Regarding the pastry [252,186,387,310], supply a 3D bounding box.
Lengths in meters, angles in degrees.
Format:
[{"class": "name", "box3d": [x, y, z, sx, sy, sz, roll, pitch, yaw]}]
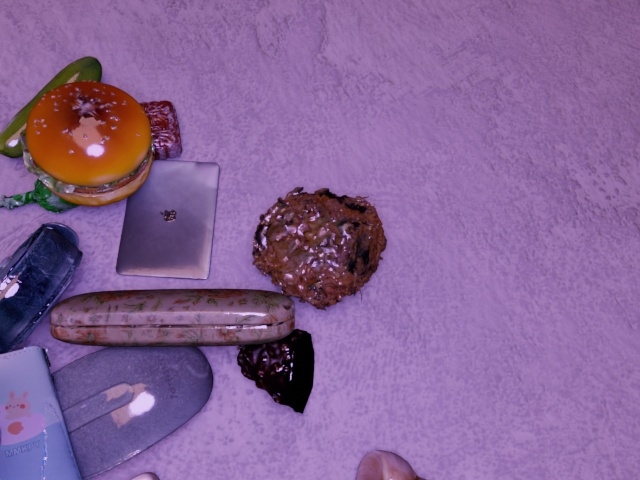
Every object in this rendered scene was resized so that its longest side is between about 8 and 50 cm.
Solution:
[{"class": "pastry", "box3d": [0.000, 0.000, 1.098, 0.275, 0.193, 0.274, 2, 71, -4]}]

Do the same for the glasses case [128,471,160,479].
[{"class": "glasses case", "box3d": [-0.405, 0.528, 0.919, 0.337, 0.076, 0.144, -28, 75, -15]}]

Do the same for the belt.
[{"class": "belt", "box3d": [-0.528, 0.084, 1.004, 0.116, 0.207, 0.267, 42, 61, -26]}]

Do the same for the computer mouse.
[{"class": "computer mouse", "box3d": [-0.375, 0.294, 0.990, 0.374, 0.114, 0.203, -26, 75, -14]}]

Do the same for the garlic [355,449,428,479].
[{"class": "garlic", "box3d": [0.144, 0.459, 1.003, 0.175, 0.099, 0.124, 32, 50, 2]}]

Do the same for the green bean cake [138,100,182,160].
[{"class": "green bean cake", "box3d": [-0.374, -0.237, 1.212, 0.135, 0.056, 0.135, -9, 65, -12]}]

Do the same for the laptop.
[{"class": "laptop", "box3d": [-0.316, -0.049, 1.176, 0.188, 0.015, 0.268, 3, 69, -5]}]

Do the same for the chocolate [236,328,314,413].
[{"class": "chocolate", "box3d": [-0.091, 0.234, 1.050, 0.133, 0.156, 0.156, 2, 68, 18]}]

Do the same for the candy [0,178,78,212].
[{"class": "candy", "box3d": [-0.635, -0.075, 1.129, 0.324, 0.097, 0.097, -13, 72, -2]}]

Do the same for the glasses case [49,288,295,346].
[{"class": "glasses case", "box3d": [-0.258, 0.136, 0.999, 0.426, 0.156, 0.097, 0, 93, -1]}]

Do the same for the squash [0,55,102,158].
[{"class": "squash", "box3d": [-0.576, -0.284, 1.200, 0.082, 0.082, 0.292, 33, 71, 6]}]

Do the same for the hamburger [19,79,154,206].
[{"class": "hamburger", "box3d": [-0.437, -0.193, 1.054, 0.246, 0.170, 0.246, 6, 63, -12]}]

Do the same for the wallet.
[{"class": "wallet", "box3d": [-0.489, 0.302, 0.872, 0.176, 0.075, 0.250, -10, 67, -41]}]
